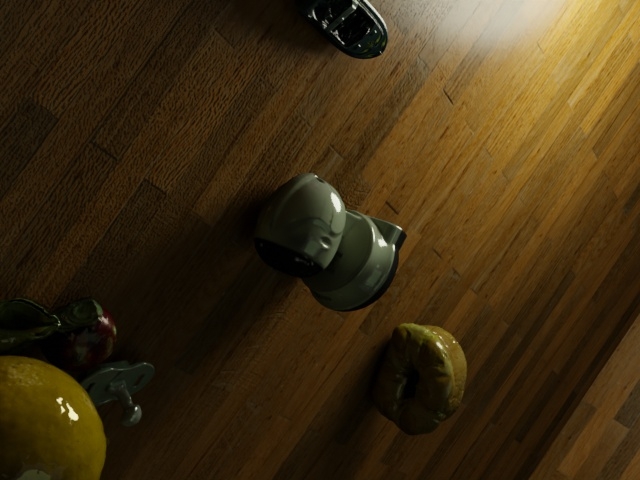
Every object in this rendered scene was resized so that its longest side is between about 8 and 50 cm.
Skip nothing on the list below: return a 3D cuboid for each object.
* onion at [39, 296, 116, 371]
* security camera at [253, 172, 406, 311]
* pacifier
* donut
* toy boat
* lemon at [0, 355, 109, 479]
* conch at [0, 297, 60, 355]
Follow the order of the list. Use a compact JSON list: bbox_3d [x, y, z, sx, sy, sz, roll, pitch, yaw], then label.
[{"bbox_3d":[-0.373,0.152,1.383,0.117,0.118,0.119,-7,129,-1],"label":"onion"},{"bbox_3d":[0.000,0.000,1.627,0.277,0.197,0.191,38,77,-45],"label":"security camera"},{"bbox_3d":[-0.341,0.263,1.496,0.150,0.117,0.127,1,140,-51],"label":"pacifier"},{"bbox_3d":[0.236,0.325,2.079,0.128,0.208,0.261,-8,125,-45],"label":"donut"},{"bbox_3d":[0.048,-0.366,1.496,0.093,0.103,0.246,-38,150,15],"label":"toy boat"},{"bbox_3d":[-0.457,0.304,1.266,0.297,0.297,0.297,-27,132,-33],"label":"lemon"},{"bbox_3d":[-0.447,0.124,1.312,0.121,0.074,0.089,-11,134,6],"label":"conch"}]
